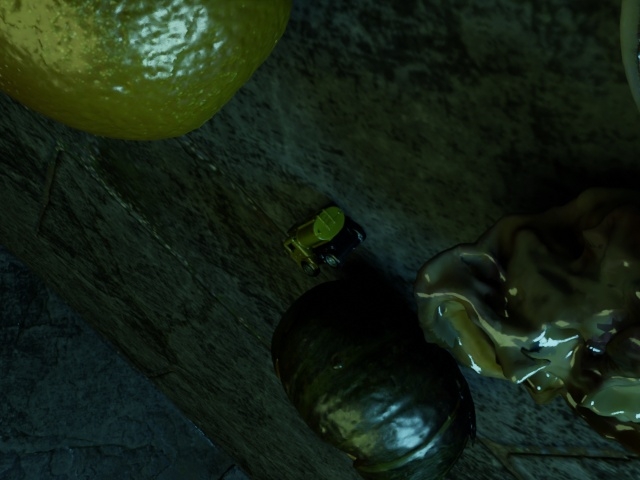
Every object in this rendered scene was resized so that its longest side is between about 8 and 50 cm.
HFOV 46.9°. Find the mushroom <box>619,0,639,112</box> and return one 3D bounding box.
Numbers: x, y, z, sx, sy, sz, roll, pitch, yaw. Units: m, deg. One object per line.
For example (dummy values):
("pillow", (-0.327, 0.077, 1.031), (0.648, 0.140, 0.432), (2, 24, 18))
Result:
("mushroom", (0.181, -0.120, 0.337), (0.068, 0.043, 0.306), (52, 162, 28))

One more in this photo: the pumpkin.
("pumpkin", (0.060, 0.145, 0.762), (0.238, 0.159, 0.238), (45, 175, 5))

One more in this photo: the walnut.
("walnut", (0.191, 0.052, 0.470), (0.204, 0.141, 0.238), (40, 164, -37))

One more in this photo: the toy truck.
("toy truck", (0.000, 0.000, 0.751), (0.054, 0.049, 0.083), (48, 153, -9))

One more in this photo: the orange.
("orange", (-0.134, -0.179, 0.473), (0.236, 0.236, 0.236), (32, 153, 19))
